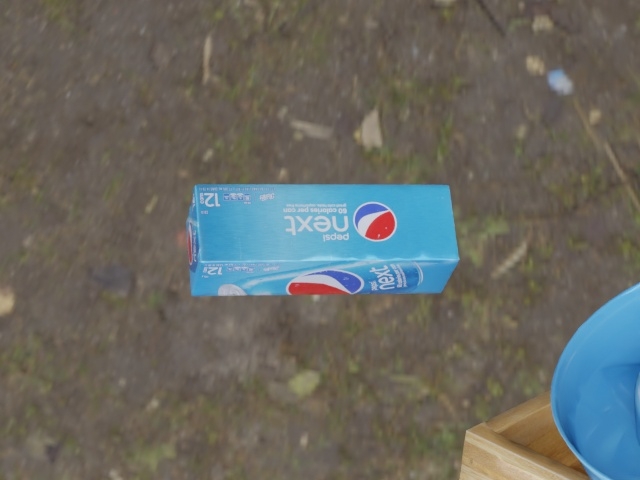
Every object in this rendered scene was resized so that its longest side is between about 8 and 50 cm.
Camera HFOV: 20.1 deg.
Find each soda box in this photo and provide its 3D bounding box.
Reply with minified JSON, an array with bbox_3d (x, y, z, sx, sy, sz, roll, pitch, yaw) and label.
[{"bbox_3d":[0.000,0.000,1.452,0.210,0.071,0.067,-1,154,-11],"label":"soda box"}]

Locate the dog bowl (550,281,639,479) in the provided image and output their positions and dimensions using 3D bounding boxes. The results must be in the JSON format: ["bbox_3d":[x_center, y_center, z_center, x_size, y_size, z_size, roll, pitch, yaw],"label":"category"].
[{"bbox_3d":[0.249,0.057,0.760,0.297,0.166,0.074,-20,120,1],"label":"dog bowl"}]

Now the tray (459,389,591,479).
[{"bbox_3d":[0.302,0.187,1.041,0.411,0.203,0.076,22,118,38],"label":"tray"}]
